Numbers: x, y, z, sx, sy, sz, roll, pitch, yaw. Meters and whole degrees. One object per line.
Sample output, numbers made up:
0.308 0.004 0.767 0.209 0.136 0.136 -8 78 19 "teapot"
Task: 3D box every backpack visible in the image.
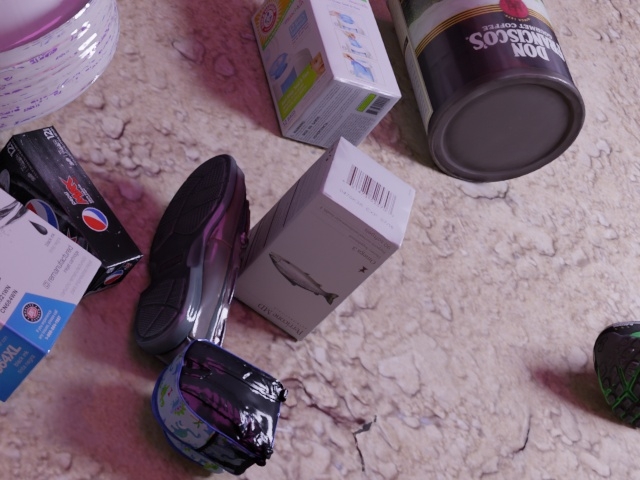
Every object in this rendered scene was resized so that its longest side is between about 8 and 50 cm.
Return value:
-0.103 0.159 1.598 0.114 0.084 0.105 36 39 -19 "backpack"

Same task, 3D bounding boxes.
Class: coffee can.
0.207 -0.243 2.193 0.201 0.201 0.275 15 44 -34 "coffee can"

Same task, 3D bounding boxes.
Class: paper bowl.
-0.339 -0.238 1.600 0.284 0.148 0.284 -2 44 2 "paper bowl"

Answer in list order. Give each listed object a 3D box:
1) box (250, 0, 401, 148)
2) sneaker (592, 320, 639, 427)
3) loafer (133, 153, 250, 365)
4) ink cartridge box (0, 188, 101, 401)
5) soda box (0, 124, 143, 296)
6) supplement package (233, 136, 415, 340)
0.004 -0.223 2.050 0.103 0.114 0.203 13 46 -34 "box"
0.442 0.149 2.117 0.343 0.134 0.146 15 38 -47 "sneaker"
-0.121 0.028 1.724 0.084 0.096 0.267 48 38 -30 "loafer"
-0.321 0.023 1.522 0.203 0.086 0.148 37 37 -11 "ink cartridge box"
-0.251 -0.029 1.668 0.060 0.053 0.169 -20 69 -50 "soda box"
0.000 0.000 1.772 0.105 0.179 0.105 34 37 -13 "supplement package"
